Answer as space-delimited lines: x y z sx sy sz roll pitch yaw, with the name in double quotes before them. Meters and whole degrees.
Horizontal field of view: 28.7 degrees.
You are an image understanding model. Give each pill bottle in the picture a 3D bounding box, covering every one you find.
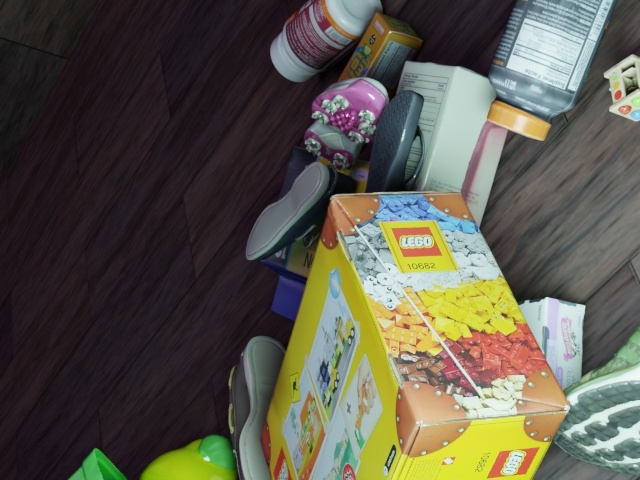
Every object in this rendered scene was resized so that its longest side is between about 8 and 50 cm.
"pill bottle" 0.006 -0.381 2.284 0.221 0.121 0.121 -31 51 50
"pill bottle" 0.311 -0.264 1.715 0.130 0.130 0.246 37 109 58

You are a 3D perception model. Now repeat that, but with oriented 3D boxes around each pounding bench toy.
"pounding bench toy" 0.412 -0.198 1.594 0.083 0.052 0.065 -35 49 48

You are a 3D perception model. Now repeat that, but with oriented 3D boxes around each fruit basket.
"fruit basket" -0.280 0.520 2.224 0.392 0.392 0.283 -61 33 23

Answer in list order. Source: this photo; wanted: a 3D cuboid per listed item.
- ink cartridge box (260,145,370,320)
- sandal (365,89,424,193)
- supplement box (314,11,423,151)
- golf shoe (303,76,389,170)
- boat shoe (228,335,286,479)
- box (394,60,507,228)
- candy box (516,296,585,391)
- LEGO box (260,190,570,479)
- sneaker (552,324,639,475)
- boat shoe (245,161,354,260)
"ink cartridge box" 0.000 0.000 2.182 0.303 0.072 0.307 17 90 59
"sandal" 0.108 -0.096 1.817 0.097 0.054 0.254 -132 52 -62
"supplement box" 0.081 -0.271 2.154 0.233 0.080 0.078 -58 36 23
"golf shoe" 0.056 -0.215 1.980 0.140 0.115 0.306 -56 4 -16
"boat shoe" -0.106 0.324 2.172 0.097 0.116 0.324 -51 34 43
"box" 0.181 -0.140 1.880 0.148 0.127 0.232 22 96 59
"candy box" 0.258 0.170 1.669 0.196 0.070 0.165 -16 64 57
"LEGO box" 0.093 0.244 1.645 0.372 0.193 0.500 -111 27 -42
"sneaker" 0.412 0.126 1.420 0.410 0.158 0.182 -46 10 43
"boat shoe" -0.039 -0.040 2.123 0.254 0.079 0.095 -47 37 35
